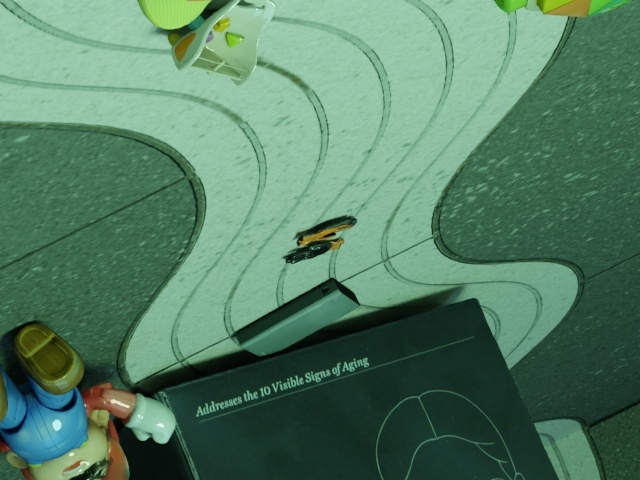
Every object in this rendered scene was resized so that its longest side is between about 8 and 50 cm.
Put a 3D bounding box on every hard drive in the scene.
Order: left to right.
[{"bbox_3d":[-0.026,0.094,2.297,0.135,0.022,0.094,-29,161,9],"label":"hard drive"}]

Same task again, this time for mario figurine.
[{"bbox_3d":[-0.271,0.217,2.061,0.198,0.170,0.320,6,156,12],"label":"mario figurine"}]

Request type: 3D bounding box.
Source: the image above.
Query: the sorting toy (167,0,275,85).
[{"bbox_3d":[-0.073,-0.166,1.536,0.075,0.045,0.083,-43,156,21],"label":"sorting toy"}]

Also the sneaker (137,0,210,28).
[{"bbox_3d":[-0.066,-0.202,1.366,0.081,0.094,0.208,-13,158,-38],"label":"sneaker"}]

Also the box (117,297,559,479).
[{"bbox_3d":[0.042,0.380,2.413,0.480,0.472,0.297,-14,164,-30],"label":"box"}]

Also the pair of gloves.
[{"bbox_3d":[0.000,0.000,2.106,0.074,0.010,0.083,-18,162,-26],"label":"pair of gloves"}]

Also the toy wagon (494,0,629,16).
[{"bbox_3d":[0.270,-0.273,1.655,0.267,0.068,0.344,-24,161,-7],"label":"toy wagon"}]
